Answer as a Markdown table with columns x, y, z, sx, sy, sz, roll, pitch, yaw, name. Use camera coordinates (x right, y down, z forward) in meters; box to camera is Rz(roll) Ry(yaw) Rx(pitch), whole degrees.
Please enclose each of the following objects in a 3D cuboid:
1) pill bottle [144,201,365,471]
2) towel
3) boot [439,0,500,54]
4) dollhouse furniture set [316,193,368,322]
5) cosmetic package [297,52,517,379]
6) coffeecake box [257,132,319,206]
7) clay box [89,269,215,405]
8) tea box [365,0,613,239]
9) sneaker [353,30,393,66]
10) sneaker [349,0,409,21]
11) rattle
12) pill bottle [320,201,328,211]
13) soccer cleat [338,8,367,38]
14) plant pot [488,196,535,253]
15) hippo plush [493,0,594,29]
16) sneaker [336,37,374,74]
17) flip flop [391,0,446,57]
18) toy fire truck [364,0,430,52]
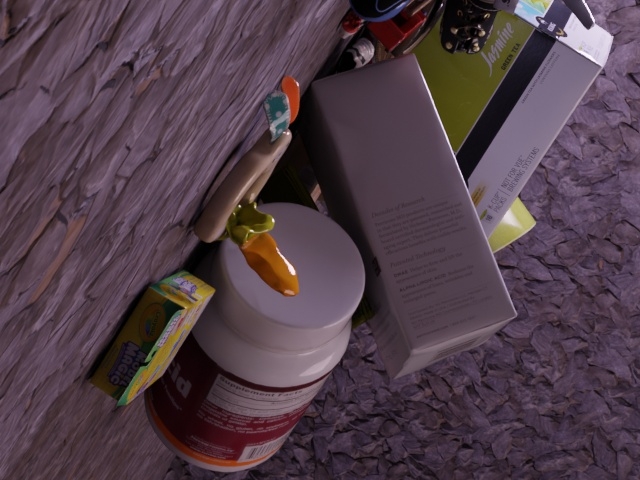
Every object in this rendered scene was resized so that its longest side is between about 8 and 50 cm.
| x | y | z | sx | sy | sz | roll | pitch | yaw | name |
| --- | --- | --- | --- | --- | --- | --- | --- | --- | --- |
| -0.091 | 0.133 | 1.876 | 0.224 | 0.224 | 0.392 | -56 | 177 | -38 | pill bottle |
| -0.012 | 0.017 | 1.909 | 0.021 | 0.237 | 0.102 | -25 | 174 | -36 | towel |
| 0.208 | -0.309 | 1.829 | 0.236 | 0.085 | 0.178 | -83 | -175 | -52 | boot |
| 0.000 | 0.000 | 2.306 | 0.161 | 0.212 | 0.242 | -43 | 138 | -76 | dollhouse furniture set |
| 0.108 | -0.031 | 1.886 | 0.156 | 0.385 | 0.217 | -19 | 167 | -10 | cosmetic package |
| -0.032 | -0.089 | 2.092 | 0.142 | 0.068 | 0.185 | -58 | 179 | -26 | coffeecake box |
| -0.188 | 0.106 | 1.572 | 0.127 | 0.053 | 0.222 | -58 | 177 | 6 | clay box |
| 0.216 | -0.239 | 2.142 | 0.329 | 0.324 | 0.220 | -59 | 178 | 26 | tea box |
| 0.082 | -0.301 | 2.016 | 0.067 | 0.042 | 0.118 | -2 | -106 | 62 | sneaker |
| 0.081 | -0.317 | 1.371 | 0.232 | 0.081 | 0.090 | -66 | 172 | 22 | sneaker |
| -0.040 | -0.058 | 1.542 | 0.199 | 0.143 | 0.130 | -52 | 160 | 8 | rattle |
| 0.120 | -0.176 | 2.682 | 0.188 | 0.188 | 0.334 | -59 | 177 | 34 | pill bottle |
| 0.050 | -0.284 | 1.749 | 0.083 | 0.029 | 0.035 | -53 | -175 | -27 | soccer cleat |
| 0.179 | -0.094 | 2.408 | 0.275 | 0.293 | 0.275 | -29 | -179 | 1 | plant pot |
| 0.199 | -0.422 | 1.541 | 0.237 | 0.234 | 0.294 | 16 | 92 | -56 | hippo plush |
| 0.037 | -0.242 | 1.995 | 0.044 | 0.040 | 0.109 | -34 | 160 | -38 | sneaker |
| 0.143 | -0.383 | 1.900 | 0.112 | 0.080 | 0.277 | -38 | 146 | -70 | flip flop |
| 0.122 | -0.298 | 1.769 | 0.135 | 0.047 | 0.192 | -41 | -177 | 13 | toy fire truck |
